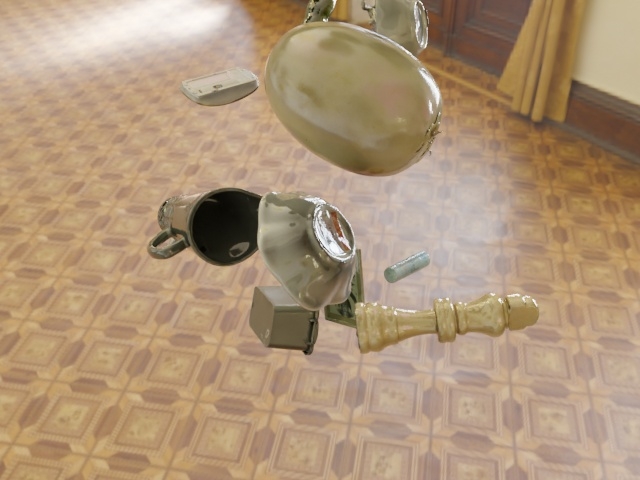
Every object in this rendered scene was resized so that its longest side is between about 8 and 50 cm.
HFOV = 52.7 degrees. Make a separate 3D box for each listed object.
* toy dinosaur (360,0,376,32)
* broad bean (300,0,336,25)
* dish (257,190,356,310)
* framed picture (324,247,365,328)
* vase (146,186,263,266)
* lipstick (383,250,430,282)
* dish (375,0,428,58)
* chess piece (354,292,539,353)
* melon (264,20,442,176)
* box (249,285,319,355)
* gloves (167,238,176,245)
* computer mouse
[{"bbox_3d":[0.193,-0.613,1.842,0.077,0.162,0.294,-21,-6,37],"label":"toy dinosaur"},{"bbox_3d":[-0.002,-0.455,1.294,0.060,0.043,0.297,15,66,13],"label":"broad bean"},{"bbox_3d":[0.000,0.000,1.068,0.081,0.229,0.229,-29,21,35],"label":"dish"},{"bbox_3d":[0.059,0.123,1.764,0.010,0.231,0.173,-15,15,-38],"label":"framed picture"},{"bbox_3d":[-0.261,-0.034,1.368,0.251,0.156,0.301,-30,21,-25],"label":"vase"},{"bbox_3d":[0.241,0.073,1.788,0.048,0.048,0.158,30,35,34],"label":"lipstick"},{"bbox_3d":[0.164,-0.405,1.230,0.066,0.190,0.190,-2,34,24],"label":"dish"},{"bbox_3d":[0.276,0.175,1.418,0.397,0.117,0.117,-6,37,6],"label":"chess piece"},{"bbox_3d":[0.054,-0.233,1.067,0.317,0.223,0.223,31,45,15],"label":"melon"},{"bbox_3d":[-0.109,0.217,1.839,0.135,0.163,0.243,5,14,-23],"label":"box"},{"bbox_3d":[-0.448,-0.004,1.995,0.026,0.086,0.064,19,19,-27],"label":"gloves"},{"bbox_3d":[-0.242,-0.368,1.556,0.199,0.045,0.102,-27,55,-36],"label":"computer mouse"}]
